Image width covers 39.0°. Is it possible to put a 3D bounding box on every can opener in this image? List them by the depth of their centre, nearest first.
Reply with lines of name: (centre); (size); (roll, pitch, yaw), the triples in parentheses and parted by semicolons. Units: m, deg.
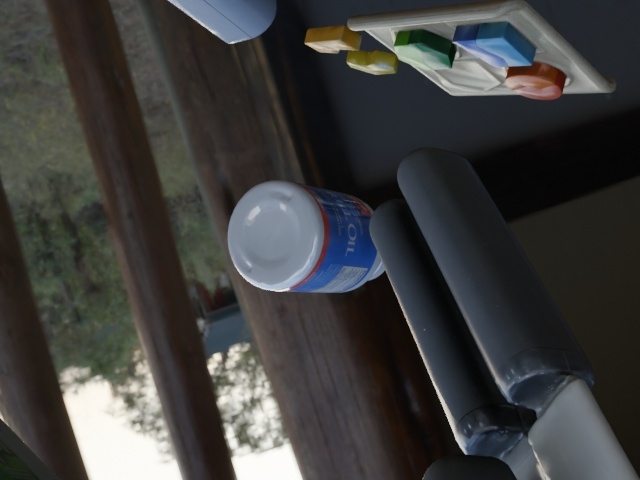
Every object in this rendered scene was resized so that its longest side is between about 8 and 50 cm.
can opener: (0.072, 0.060, 0.395); (0.093, 0.280, 0.074); (13, 128, -23)

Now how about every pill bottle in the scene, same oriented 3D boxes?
pill bottle: (0.000, 0.000, 1.074); (0.124, 0.124, 0.221); (-19, 168, 27)

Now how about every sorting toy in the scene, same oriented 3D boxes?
sorting toy: (0.138, -0.196, 0.999); (0.307, 0.041, 0.229); (8, 172, 45)

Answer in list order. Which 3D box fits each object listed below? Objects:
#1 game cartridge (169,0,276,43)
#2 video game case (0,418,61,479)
game cartridge: (-0.107, -0.318, 0.711); (0.062, 0.297, 0.198); (-15, 169, 22)
video game case: (-0.222, 0.054, 0.409); (0.023, 0.193, 0.212); (-49, 163, -7)
